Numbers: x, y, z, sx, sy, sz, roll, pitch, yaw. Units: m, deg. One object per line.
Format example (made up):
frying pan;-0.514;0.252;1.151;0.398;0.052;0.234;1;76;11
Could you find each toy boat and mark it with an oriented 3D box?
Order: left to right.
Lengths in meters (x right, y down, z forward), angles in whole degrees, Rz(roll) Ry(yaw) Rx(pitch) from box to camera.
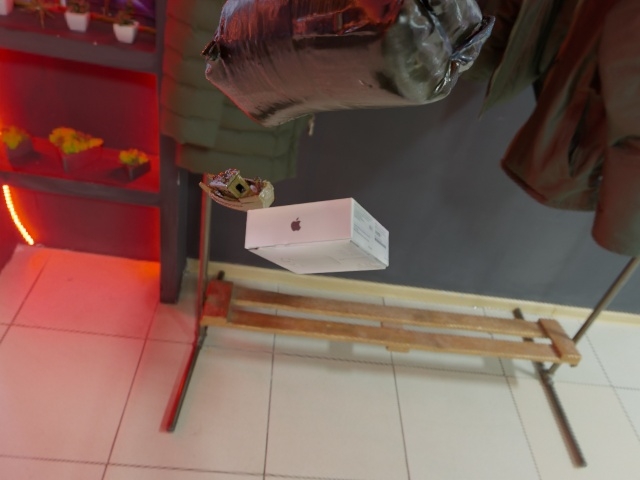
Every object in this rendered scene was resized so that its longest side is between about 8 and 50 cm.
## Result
toy boat;-0.156;-0.094;0.952;0.206;0.072;0.064;15;62;47

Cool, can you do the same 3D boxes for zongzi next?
zongzi;0.080;-0.354;0.688;0.403;0.208;0.432;14;67;50

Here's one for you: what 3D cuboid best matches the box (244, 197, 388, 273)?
box;0.000;0.000;0.623;0.129;0.130;0.051;-4;72;24
